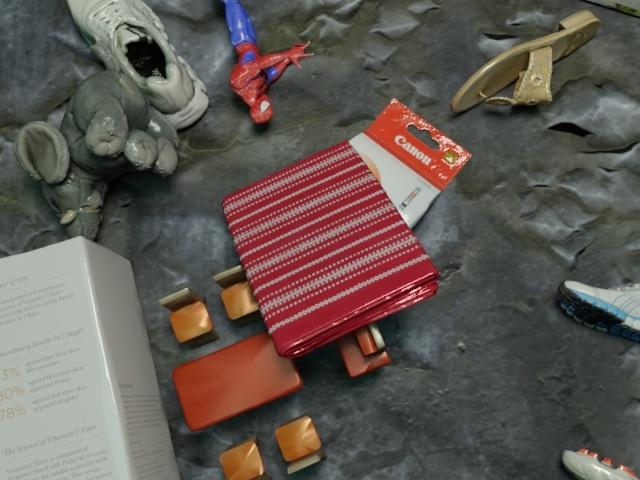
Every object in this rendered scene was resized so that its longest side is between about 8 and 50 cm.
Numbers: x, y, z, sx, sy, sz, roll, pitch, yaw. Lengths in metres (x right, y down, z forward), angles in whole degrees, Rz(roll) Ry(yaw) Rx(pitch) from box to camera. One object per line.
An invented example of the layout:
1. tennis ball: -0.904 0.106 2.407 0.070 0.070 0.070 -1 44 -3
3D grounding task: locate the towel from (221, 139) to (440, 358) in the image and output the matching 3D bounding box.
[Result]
1. towel: 0.000 0.000 0.806 0.199 0.031 0.274 -25 48 -2

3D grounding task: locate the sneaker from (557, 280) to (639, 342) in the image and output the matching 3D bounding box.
1. sneaker: 0.393 0.080 0.838 0.191 0.071 0.082 21 73 1

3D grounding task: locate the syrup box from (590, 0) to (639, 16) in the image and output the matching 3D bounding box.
1. syrup box: 0.482 -0.366 0.916 0.237 0.096 0.093 22 78 10

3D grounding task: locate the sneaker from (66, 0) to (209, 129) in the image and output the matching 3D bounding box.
1. sneaker: -0.274 -0.293 0.960 0.110 0.118 0.292 -42 75 -3

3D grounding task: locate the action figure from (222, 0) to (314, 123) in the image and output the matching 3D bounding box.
1. action figure: -0.077 -0.303 0.953 0.139 0.091 0.280 -14 75 13

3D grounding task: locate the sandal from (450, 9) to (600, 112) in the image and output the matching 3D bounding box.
1. sandal: 0.297 -0.223 0.903 0.240 0.088 0.079 -33 70 -8

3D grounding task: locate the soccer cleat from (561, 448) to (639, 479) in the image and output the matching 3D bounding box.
1. soccer cleat: 0.368 0.316 0.780 0.196 0.068 0.076 30 84 8

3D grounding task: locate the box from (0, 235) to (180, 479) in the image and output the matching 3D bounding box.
1. box: -0.325 0.199 0.819 0.215 0.168 0.345 -17 76 2

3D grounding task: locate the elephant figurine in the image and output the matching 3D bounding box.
1. elephant figurine: -0.324 -0.103 0.903 0.239 0.169 0.186 -31 40 23

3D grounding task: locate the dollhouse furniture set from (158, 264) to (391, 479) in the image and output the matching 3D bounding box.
1. dollhouse furniture set: -0.053 0.150 0.821 0.259 0.135 0.262 -23 75 0

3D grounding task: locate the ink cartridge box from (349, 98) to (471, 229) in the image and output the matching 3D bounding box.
1. ink cartridge box: 0.100 -0.097 0.915 0.145 0.045 0.179 39 85 12
